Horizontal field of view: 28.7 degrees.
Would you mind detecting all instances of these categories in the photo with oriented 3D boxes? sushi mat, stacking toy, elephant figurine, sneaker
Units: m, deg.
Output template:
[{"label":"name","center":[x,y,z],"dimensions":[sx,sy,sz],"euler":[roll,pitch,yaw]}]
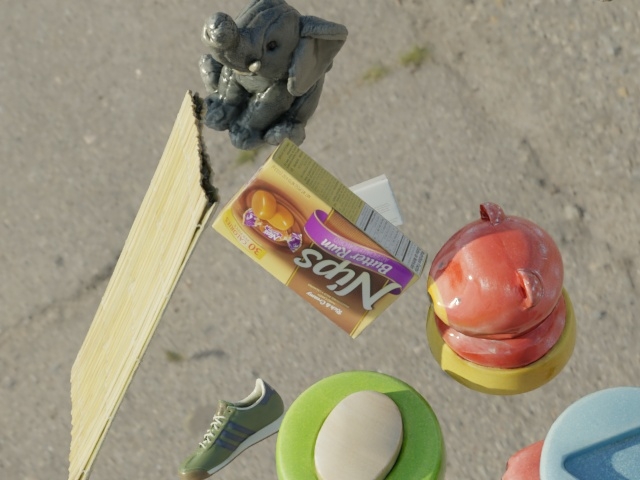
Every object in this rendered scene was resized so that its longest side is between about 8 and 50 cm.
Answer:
[{"label":"sushi mat","center":[-0.145,0.044,0.988],"dimensions":[0.151,0.019,0.316],"euler":[-101,32,-51]},{"label":"stacking toy","center":[0.120,0.141,0.893],"dimensions":[0.279,0.130,0.309],"euler":[-29,59,-12]},{"label":"elephant figurine","center":[-0.053,-0.221,1.435],"dimensions":[0.169,0.239,0.186],"euler":[6,57,-7]},{"label":"sneaker","center":[-0.140,0.276,1.859],"dimensions":[0.192,0.086,0.064],"euler":[-30,16,-20]}]

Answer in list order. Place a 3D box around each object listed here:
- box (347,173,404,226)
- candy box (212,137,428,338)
[{"label":"box","center":[0.086,-0.057,2.208],"dimensions":[0.101,0.087,0.102],"euler":[-21,9,3]},{"label":"candy box","center":[0.000,0.000,1.237],"dimensions":[0.109,0.186,0.053],"euler":[-45,9,33]}]
